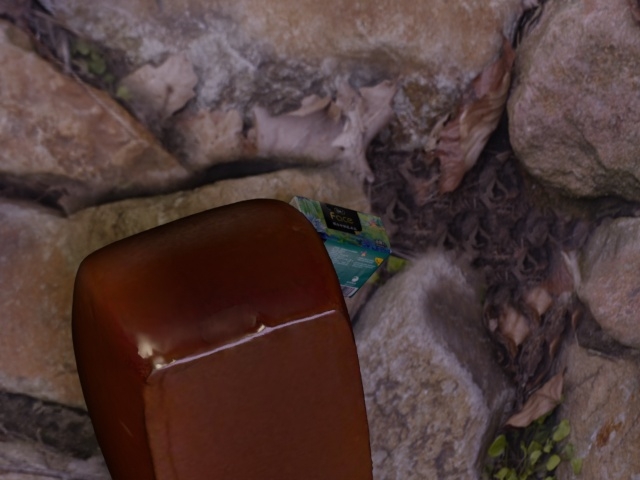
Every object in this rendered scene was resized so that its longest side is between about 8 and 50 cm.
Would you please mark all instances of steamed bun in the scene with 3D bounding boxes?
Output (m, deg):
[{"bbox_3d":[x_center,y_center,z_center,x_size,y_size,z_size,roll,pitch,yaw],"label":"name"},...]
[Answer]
[{"bbox_3d":[-0.094,0.132,0.999,0.235,0.248,0.379,-19,130,-15],"label":"steamed bun"}]

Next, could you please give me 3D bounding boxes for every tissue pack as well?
[{"bbox_3d":[0.001,0.000,1.131,0.111,0.079,0.085,13,133,-33],"label":"tissue pack"}]
